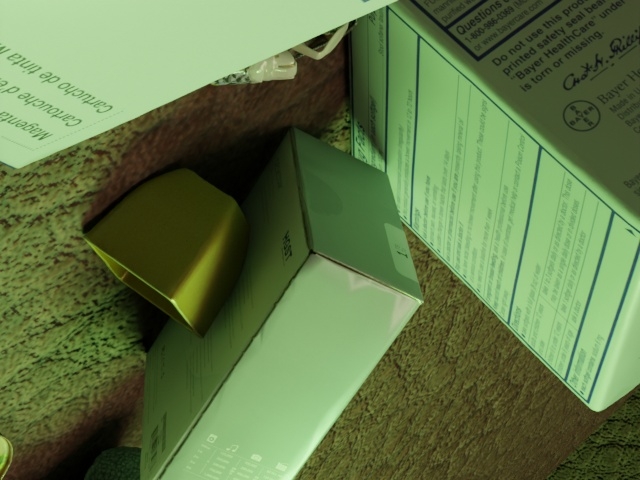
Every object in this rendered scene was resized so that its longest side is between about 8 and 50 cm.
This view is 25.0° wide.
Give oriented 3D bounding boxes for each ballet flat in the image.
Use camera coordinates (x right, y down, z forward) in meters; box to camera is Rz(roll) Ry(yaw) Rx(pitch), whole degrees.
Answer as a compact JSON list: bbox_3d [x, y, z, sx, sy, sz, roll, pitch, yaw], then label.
[{"bbox_3d":[-0.020,-0.126,0.931,0.114,0.041,0.041,-34,155,-24],"label":"ballet flat"}]

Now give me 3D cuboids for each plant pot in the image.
[{"bbox_3d":[-0.093,0.002,0.974,0.083,0.081,0.081,-51,158,-12],"label":"plant pot"}]

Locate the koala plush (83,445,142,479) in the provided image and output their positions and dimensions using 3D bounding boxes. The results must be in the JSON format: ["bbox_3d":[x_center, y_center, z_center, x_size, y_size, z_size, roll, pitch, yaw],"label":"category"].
[{"bbox_3d":[-0.191,0.282,1.136,0.221,0.196,0.203,-25,140,-48],"label":"koala plush"}]

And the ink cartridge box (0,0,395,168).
[{"bbox_3d":[-0.141,-0.116,0.534,0.330,0.071,0.324,-24,162,15],"label":"ink cartridge box"}]

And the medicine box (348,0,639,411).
[{"bbox_3d":[0.160,-0.071,1.004,0.149,0.289,0.263,-36,155,-17],"label":"medicine box"}]

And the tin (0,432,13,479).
[{"bbox_3d":[-0.285,0.158,0.962,0.106,0.040,0.189,-48,157,15],"label":"tin"}]

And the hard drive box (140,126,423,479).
[{"bbox_3d":[-0.037,0.065,1.032,0.089,0.181,0.232,25,116,-19],"label":"hard drive box"}]
